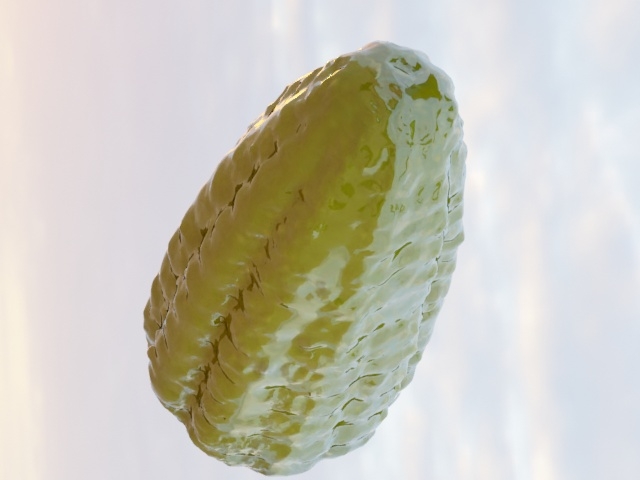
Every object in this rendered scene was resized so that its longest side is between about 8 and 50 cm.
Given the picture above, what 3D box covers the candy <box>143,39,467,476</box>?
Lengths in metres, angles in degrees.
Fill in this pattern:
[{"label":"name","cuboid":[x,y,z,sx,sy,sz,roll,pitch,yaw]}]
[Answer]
[{"label":"candy","cuboid":[0.000,0.000,0.679,0.094,0.106,0.199,60,-28,24]}]
